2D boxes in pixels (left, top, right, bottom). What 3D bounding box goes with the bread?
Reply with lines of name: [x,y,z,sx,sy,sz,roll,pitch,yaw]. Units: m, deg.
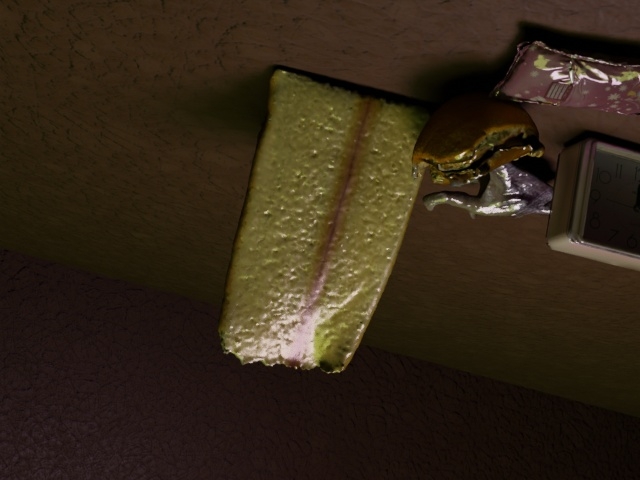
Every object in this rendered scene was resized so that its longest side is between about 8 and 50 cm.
bread: [0.000,0.000,1.118,0.233,0.361,0.245,13,167,-6]

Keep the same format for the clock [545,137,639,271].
clock: [0.405,-0.043,1.076,0.192,0.146,0.071,14,169,-9]

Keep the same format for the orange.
orange: [0.185,-0.124,0.996,0.170,0.112,0.160,-6,-172,30]

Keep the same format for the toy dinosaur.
toy dinosaur: [0.277,-0.070,1.217,0.162,0.077,0.294,-7,171,38]

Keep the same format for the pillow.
pillow: [0.285,-0.174,0.885,0.185,0.043,0.118,8,161,1]
